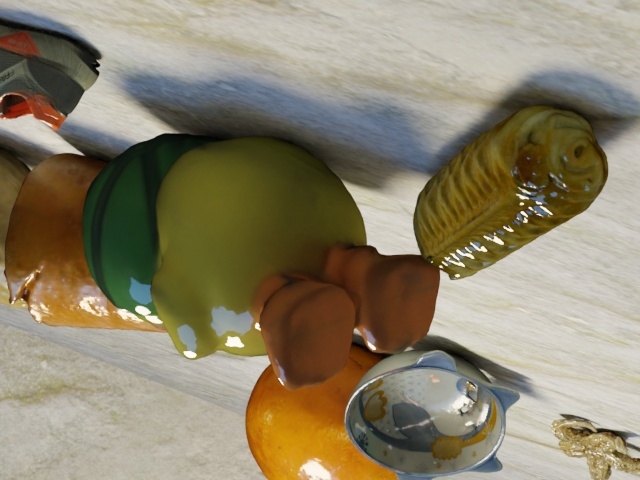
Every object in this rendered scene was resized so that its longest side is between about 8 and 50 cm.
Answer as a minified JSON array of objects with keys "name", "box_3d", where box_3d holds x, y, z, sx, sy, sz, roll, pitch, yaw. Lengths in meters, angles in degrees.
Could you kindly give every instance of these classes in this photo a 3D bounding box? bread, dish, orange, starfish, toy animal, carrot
[{"name":"bread","box_3d":[0.133,-0.032,1.332,0.077,0.084,0.367,-21,175,-10]},{"name":"dish","box_3d":[0.146,0.206,2.241,0.227,0.086,0.236,25,131,-15]},{"name":"orange","box_3d":[0.036,0.258,2.424,0.283,0.226,0.284,17,173,2]},{"name":"starfish","box_3d":[0.365,0.280,2.335,0.150,0.053,0.209,19,167,-7]},{"name":"toy animal","box_3d":[-0.074,-0.003,1.568,0.216,0.191,0.338,-23,-151,-36]},{"name":"carrot","box_3d":[-0.177,0.013,1.863,0.254,0.196,0.196,7,162,27]}]

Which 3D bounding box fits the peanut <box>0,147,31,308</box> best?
[{"name":"peanut","box_3d":[-0.441,-0.029,2.076,0.387,0.192,0.169,18,-179,22]}]

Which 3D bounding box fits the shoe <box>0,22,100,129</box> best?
[{"name":"shoe","box_3d":[-0.285,-0.148,1.554,0.194,0.077,0.074,15,167,30]}]
